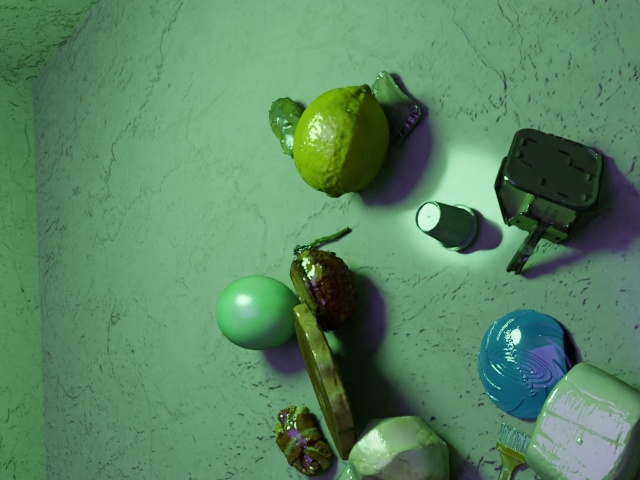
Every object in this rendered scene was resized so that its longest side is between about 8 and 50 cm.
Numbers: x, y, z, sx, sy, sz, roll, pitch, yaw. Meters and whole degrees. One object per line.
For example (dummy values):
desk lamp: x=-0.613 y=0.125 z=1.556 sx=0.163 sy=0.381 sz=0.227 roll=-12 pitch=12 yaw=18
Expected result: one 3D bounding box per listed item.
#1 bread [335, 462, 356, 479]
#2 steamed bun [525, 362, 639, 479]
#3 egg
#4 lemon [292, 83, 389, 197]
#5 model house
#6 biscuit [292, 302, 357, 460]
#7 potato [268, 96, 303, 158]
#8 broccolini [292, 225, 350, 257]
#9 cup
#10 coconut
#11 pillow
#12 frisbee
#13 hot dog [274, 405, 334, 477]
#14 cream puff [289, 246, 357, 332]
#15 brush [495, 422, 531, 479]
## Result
bread: x=0.059 y=0.729 z=1.812 sx=0.187 sy=0.155 sz=0.338 roll=47 pitch=114 yaw=36
steamed bun: x=0.532 y=0.383 z=1.413 sx=0.200 sy=0.155 sz=0.250 roll=30 pitch=96 yaw=42
egg: x=-0.182 y=0.213 z=2.129 sx=0.270 sy=0.220 sz=0.220 roll=6 pitch=85 yaw=36
lemon: x=0.056 y=-0.272 z=1.968 sx=0.268 sy=0.268 sz=0.321 roll=27 pitch=107 yaw=45
model house: x=0.471 y=-0.071 z=1.616 sx=0.205 sy=0.218 sz=0.278 roll=23 pitch=138 yaw=9
biscuit: x=0.017 y=0.355 z=1.857 sx=0.365 sy=0.062 sz=0.385 roll=82 pitch=167 yaw=-52
potato: x=-0.099 y=-0.356 z=2.270 sx=0.117 sy=0.090 sz=0.225 roll=-42 pitch=53 yaw=31
broccolini: x=0.000 y=-0.001 z=2.132 sx=0.218 sy=0.042 sz=0.044 roll=-28 pitch=89 yaw=33
cup: x=0.299 y=-0.040 z=1.757 sx=0.120 sy=0.141 sz=0.120 roll=-15 pitch=69 yaw=45
coconut: x=0.182 y=0.504 z=1.696 sx=0.197 sy=0.237 sz=0.237 roll=-57 pitch=47 yaw=18
pillow: x=0.196 y=-0.372 z=2.014 sx=0.130 sy=0.033 sz=0.217 roll=-54 pitch=49 yaw=30
frisbee: x=0.446 y=0.272 z=1.606 sx=0.242 sy=0.045 sz=0.242 roll=-11 pitch=75 yaw=43
hot dog: x=-0.058 y=0.556 z=2.008 sx=0.146 sy=0.103 sz=0.213 roll=-55 pitch=49 yaw=20
cream puff: x=0.010 y=0.128 z=1.975 sx=0.164 sy=0.240 sz=0.240 roll=-26 pitch=55 yaw=-3
brush: x=0.408 y=0.522 z=1.608 sx=0.082 sy=0.010 sz=0.218 roll=17 pitch=93 yaw=46
